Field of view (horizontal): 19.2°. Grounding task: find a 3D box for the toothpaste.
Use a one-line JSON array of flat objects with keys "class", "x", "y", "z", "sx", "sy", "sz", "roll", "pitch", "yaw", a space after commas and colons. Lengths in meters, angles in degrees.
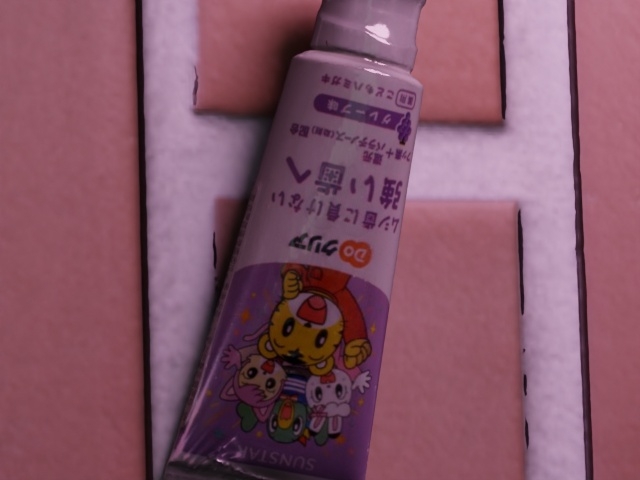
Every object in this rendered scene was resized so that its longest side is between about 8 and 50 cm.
[{"class": "toothpaste", "x": 0.000, "y": 0.000, "z": 1.029, "sx": 0.114, "sy": 0.073, "sz": 0.299, "roll": 13, "pitch": 89, "yaw": -18}]
